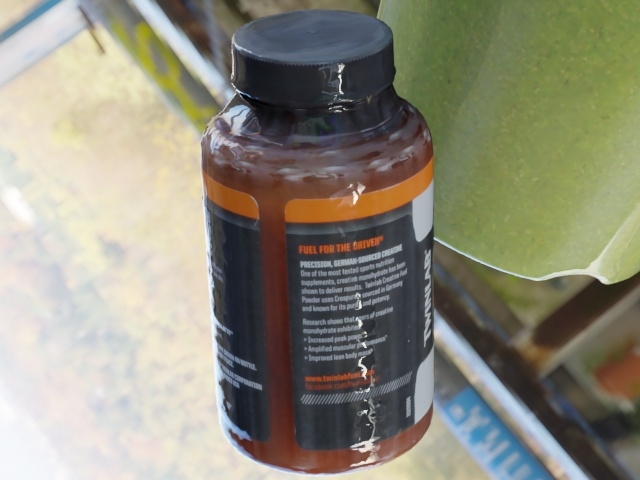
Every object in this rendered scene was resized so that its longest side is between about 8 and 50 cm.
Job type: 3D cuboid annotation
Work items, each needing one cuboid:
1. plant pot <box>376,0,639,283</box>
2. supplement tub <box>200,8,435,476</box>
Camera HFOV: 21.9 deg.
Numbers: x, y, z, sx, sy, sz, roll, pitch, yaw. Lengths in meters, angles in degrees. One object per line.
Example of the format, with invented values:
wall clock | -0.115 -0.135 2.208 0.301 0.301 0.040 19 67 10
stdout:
plant pot | 0.139 -0.127 0.847 0.276 0.276 0.254 44 127 33
supplement tub | 0.000 0.000 0.746 0.106 0.106 0.198 36 134 51
